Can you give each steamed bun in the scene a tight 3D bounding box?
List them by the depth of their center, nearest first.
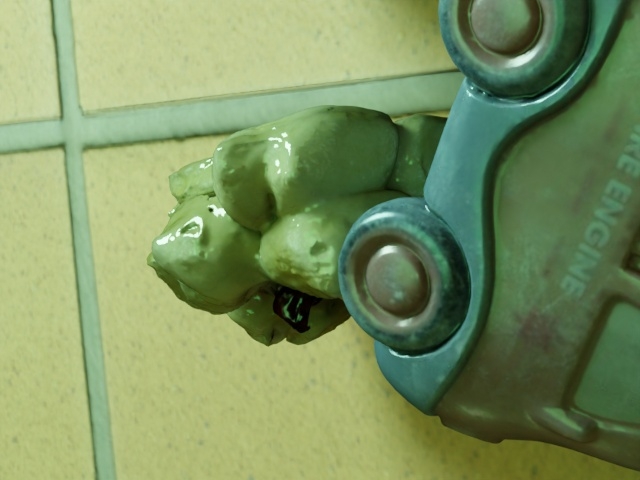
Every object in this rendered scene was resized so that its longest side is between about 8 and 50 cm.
[{"bbox_3d":[0.000,0.000,0.973,0.177,0.192,0.106,-18,68,33],"label":"steamed bun"}]

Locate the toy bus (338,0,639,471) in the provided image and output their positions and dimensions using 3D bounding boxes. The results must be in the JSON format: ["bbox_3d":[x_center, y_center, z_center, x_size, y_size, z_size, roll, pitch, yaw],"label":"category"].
[{"bbox_3d":[0.169,-0.016,0.827,0.232,0.197,0.294,32,115,23],"label":"toy bus"}]
